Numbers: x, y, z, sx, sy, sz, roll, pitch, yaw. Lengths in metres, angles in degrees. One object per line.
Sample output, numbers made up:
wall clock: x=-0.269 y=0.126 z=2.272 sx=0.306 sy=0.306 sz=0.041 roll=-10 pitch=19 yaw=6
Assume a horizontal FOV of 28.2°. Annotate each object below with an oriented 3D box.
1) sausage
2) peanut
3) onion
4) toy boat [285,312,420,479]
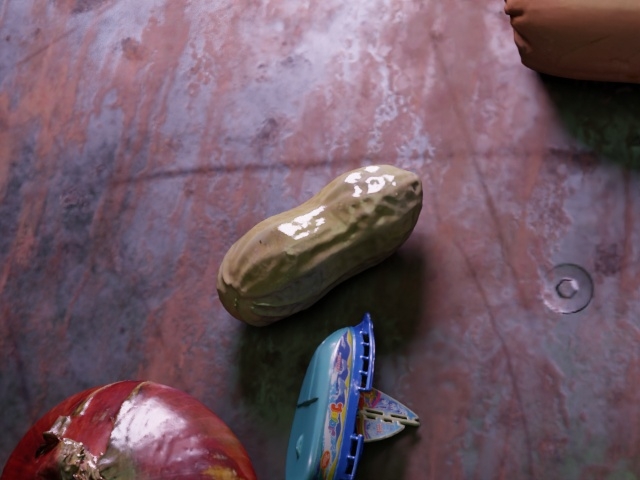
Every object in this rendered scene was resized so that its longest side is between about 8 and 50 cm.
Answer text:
sausage: x=0.318 y=-0.201 z=1.154 sx=0.304 sy=0.121 sz=0.121 roll=5 pitch=72 yaw=13
peanut: x=0.000 y=0.000 z=1.164 sx=0.214 sy=0.098 sz=0.090 roll=-32 pitch=58 yaw=-3
onion: x=-0.173 y=0.236 z=1.096 sx=0.248 sy=0.161 sz=0.248 roll=0 pitch=89 yaw=23
toy boat: x=0.036 y=0.150 z=1.125 sx=0.110 sy=0.091 sz=0.175 roll=17 pitch=69 yaw=-18
